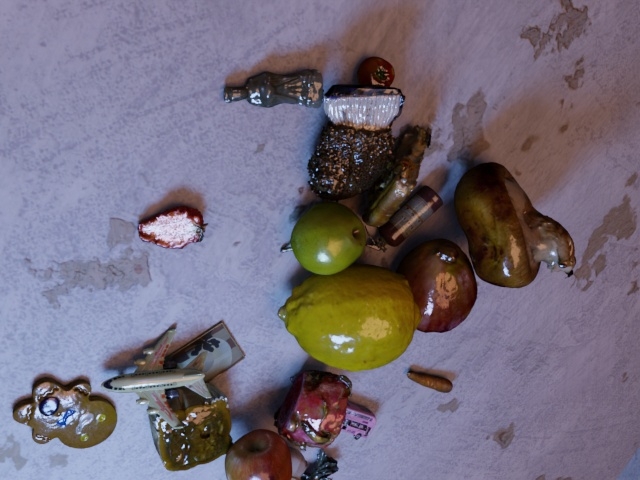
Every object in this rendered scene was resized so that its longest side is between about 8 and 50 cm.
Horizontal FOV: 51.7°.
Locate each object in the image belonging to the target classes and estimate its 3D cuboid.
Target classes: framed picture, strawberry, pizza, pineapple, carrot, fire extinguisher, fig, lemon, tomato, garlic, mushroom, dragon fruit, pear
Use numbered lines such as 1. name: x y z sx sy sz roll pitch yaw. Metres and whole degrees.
1. framed picture: -0.301 0.304 1.643 0.201 0.010 0.136 -32 123 -10
2. strawberry: -0.324 -0.031 1.453 0.152 0.048 0.103 1 120 -13
3. pizza: 0.188 -0.157 1.556 0.074 0.251 0.287 27 93 -6
4. pineapple: -0.051 0.721 1.921 0.251 0.125 0.125 -40 125 -15
5. carrot: 0.329 0.426 2.012 0.191 0.047 0.047 24 101 -30
6. fire extinguisher: 0.202 -0.053 1.708 0.231 0.071 0.099 -41 97 -3
7. fig: 0.310 0.116 1.757 0.224 0.224 0.263 -7 107 -25
8. lemon: 0.081 0.190 1.632 0.316 0.285 0.285 -30 123 -12
9. tomato: 0.123 -0.375 1.506 0.087 0.075 0.087 -2 96 -19
10. garlic: -0.156 0.649 1.813 0.143 0.178 0.229 46 67 -5
11. mushroom: 0.500 -0.044 1.703 0.260 0.345 0.345 -17 130 27
12. dragon fruit: -0.037 0.448 1.736 0.147 0.211 0.282 22 119 -22
13. pear: 0.000 0.000 1.576 0.166 0.216 0.180 52 42 -25

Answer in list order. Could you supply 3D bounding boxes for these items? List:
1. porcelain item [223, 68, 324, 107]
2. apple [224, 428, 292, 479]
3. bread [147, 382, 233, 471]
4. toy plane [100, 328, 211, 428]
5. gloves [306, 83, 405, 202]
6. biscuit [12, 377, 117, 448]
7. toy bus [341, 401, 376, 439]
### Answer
1. porcelain item: -0.103 -0.326 1.422 0.216 0.069 0.081 -7 121 -19
2. apple: -0.154 0.578 1.656 0.199 0.199 0.199 -11 118 -23
3. bread: -0.319 0.467 1.642 0.192 0.110 0.209 -13 122 -24
4. toy plane: -0.381 0.326 1.539 0.244 0.092 0.229 -5 76 -8
5. gloves: 0.071 -0.207 1.492 0.210 0.135 0.312 -17 135 -25
6. biscuit: -0.581 0.406 1.531 0.236 0.039 0.180 37 92 -37
7. toy bus: 0.073 0.511 1.906 0.203 0.063 0.090 27 96 -36
